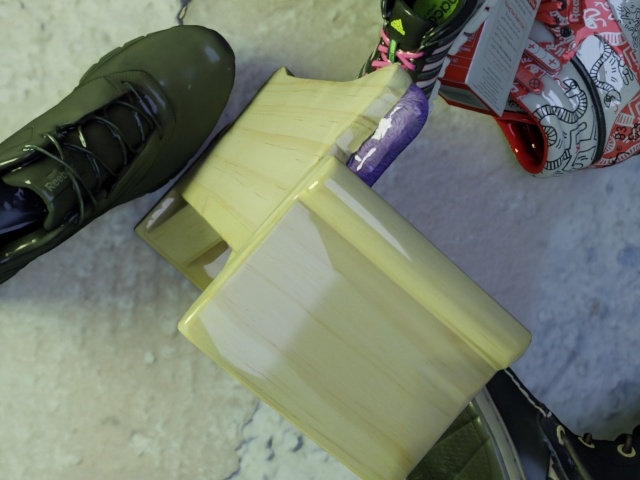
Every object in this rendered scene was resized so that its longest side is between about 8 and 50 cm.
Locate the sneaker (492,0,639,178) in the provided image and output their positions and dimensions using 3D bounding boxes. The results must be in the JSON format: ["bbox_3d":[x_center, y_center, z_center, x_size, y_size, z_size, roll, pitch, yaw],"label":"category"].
[{"bbox_3d":[0.198,-0.186,0.896,0.145,0.090,0.270,-18,103,-18],"label":"sneaker"}]

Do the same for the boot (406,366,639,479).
[{"bbox_3d":[0.238,0.183,0.909,0.284,0.138,0.377,-22,72,-32],"label":"boot"}]

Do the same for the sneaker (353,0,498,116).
[{"bbox_3d":[0.061,-0.138,0.761,0.063,0.075,0.170,40,101,25],"label":"sneaker"}]

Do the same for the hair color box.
[{"bbox_3d":[0.131,-0.190,0.833,0.093,0.053,0.167,23,87,-62],"label":"hair color box"}]

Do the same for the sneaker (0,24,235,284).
[{"bbox_3d":[-0.169,-0.054,0.769,0.286,0.130,0.109,-42,103,-12],"label":"sneaker"}]

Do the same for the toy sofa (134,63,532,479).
[{"bbox_3d":[0.000,0.000,0.707,0.150,0.362,0.177,43,87,-16],"label":"toy sofa"}]
